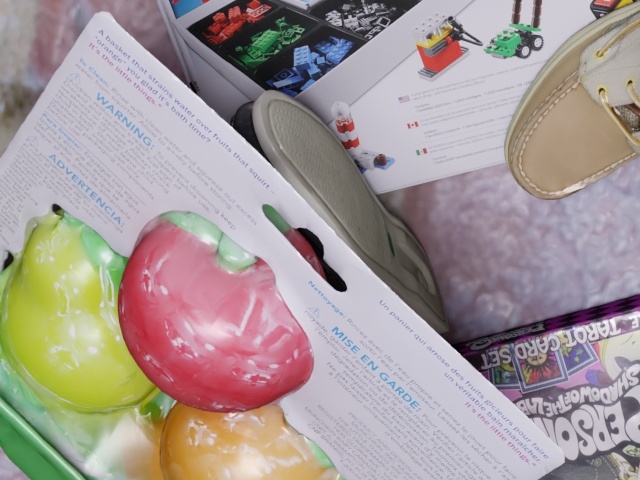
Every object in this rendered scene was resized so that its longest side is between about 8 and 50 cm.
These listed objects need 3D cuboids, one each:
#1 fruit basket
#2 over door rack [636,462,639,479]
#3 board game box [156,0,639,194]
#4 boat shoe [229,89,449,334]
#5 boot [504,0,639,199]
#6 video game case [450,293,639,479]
[{"bbox_3d":[-0.059,0.059,1.127,0.327,0.165,0.353,43,140,-1],"label":"fruit basket"},{"bbox_3d":[0.260,0.252,1.172,0.239,0.108,0.324,10,125,-7],"label":"over door rack"},{"bbox_3d":[0.069,-0.133,1.159,0.305,0.053,0.193,-13,117,12],"label":"board game box"},{"bbox_3d":[0.000,0.000,1.157,0.079,0.084,0.233,-19,142,16],"label":"boat shoe"},{"bbox_3d":[0.186,-0.069,1.059,0.213,0.165,0.077,-38,111,21],"label":"boot"},{"bbox_3d":[0.148,0.155,1.242,0.232,0.042,0.210,-15,101,12],"label":"video game case"}]
